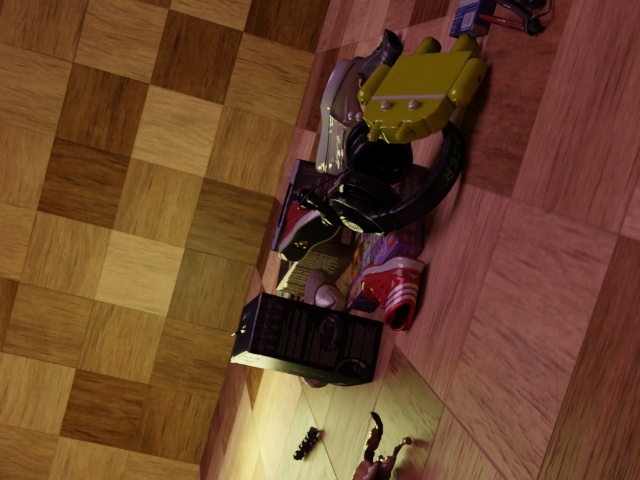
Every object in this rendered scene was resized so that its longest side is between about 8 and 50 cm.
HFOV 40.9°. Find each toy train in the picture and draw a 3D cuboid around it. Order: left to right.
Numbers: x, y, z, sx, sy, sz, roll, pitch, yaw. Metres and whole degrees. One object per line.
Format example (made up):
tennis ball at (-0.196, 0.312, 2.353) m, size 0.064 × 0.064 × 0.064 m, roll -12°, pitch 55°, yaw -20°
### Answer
toy train at (-0.035, 0.491, 2.082) m, size 0.158 × 0.027 × 0.036 m, roll 117°, pitch 174°, yaw -49°

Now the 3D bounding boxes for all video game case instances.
video game case at (-0.039, -0.093, 2.511) m, size 0.026 × 0.196 × 0.274 m, roll 22°, pitch 100°, yaw 39°

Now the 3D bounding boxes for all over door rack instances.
over door rack at (0.107, -0.223, 1.961) m, size 0.324 × 0.108 × 0.239 m, roll -62°, pitch 12°, yaw 5°

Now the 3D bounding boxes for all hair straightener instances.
hair straightener at (0.321, -0.389, 1.398) m, size 0.230 × 0.047 × 0.089 m, roll -107°, pitch 33°, yaw -69°

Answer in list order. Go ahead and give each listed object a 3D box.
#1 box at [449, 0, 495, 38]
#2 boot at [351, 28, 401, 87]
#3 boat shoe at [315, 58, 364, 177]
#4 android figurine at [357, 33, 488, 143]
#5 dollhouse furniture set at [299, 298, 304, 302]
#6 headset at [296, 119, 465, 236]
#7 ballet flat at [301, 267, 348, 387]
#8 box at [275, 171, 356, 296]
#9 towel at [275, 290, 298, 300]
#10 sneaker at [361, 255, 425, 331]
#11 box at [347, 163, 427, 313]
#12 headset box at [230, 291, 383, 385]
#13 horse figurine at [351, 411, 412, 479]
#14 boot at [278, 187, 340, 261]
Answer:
box at (0.310, -0.499, 1.629) m, size 0.136 × 0.036 × 0.225 m, roll -134°, pitch 59°, yaw -77°
boot at (0.159, -0.499, 2.325) m, size 0.161 × 0.083 × 0.246 m, roll -63°, pitch 20°, yaw 21°
boat shoe at (0.086, -0.290, 2.221) m, size 0.136 × 0.156 × 0.367 m, roll -48°, pitch -23°, yaw -42°
android figurine at (0.181, -0.276, 1.576) m, size 0.248 × 0.056 × 0.273 m, roll 9°, pitch 54°, yaw 42°
dollhouse furniture set at (0.008, 0.205, 2.289) m, size 0.081 × 0.091 × 0.114 m, roll 19°, pitch 123°, yaw 40°
headset at (0.115, -0.107, 1.655) m, size 0.394 × 0.185 × 0.243 m, roll -12°, pitch 51°, yaw 41°
ballet flat at (0.020, 0.197, 2.052) m, size 0.106 × 0.107 × 0.316 m, roll -36°, pitch 44°, yaw 48°
box at (0.000, 0.000, 2.265) m, size 0.381 × 0.143 × 0.191 m, roll 128°, pitch 155°, yaw -59°
towel at (-0.122, 0.185, 2.844) m, size 0.312 × 0.056 × 0.324 m, roll -169°, pitch 93°, yaw -79°
sneaker at (0.123, 0.114, 1.636) m, size 0.221 × 0.087 × 0.128 m, roll 129°, pitch 155°, yaw -68°
box at (0.136, -0.001, 1.786) m, size 0.293 × 0.057 × 0.201 m, roll 121°, pitch 160°, yaw -54°
headset box at (-0.045, 0.213, 1.823) m, size 0.246 × 0.283 × 0.131 m, roll 142°, pitch 141°, yaw -71°
horse figurine at (0.091, 0.429, 1.435) m, size 0.174 × 0.066 × 0.263 m, roll 128°, pitch 153°, yaw -50°
boot at (-0.019, -0.075, 2.005) m, size 0.244 × 0.088 × 0.176 m, roll -39°, pitch 37°, yaw 51°
